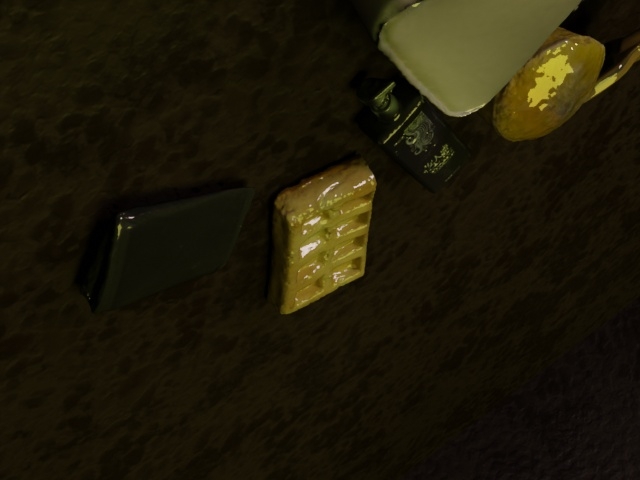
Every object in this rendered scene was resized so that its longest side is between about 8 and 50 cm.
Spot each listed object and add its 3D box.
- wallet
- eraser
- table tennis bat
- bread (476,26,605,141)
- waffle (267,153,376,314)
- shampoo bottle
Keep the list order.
[{"bbox_3d":[-0.201,0.004,1.409,0.245,0.052,0.169,-17,143,-45],"label":"wallet"},{"bbox_3d":[0.160,-0.308,1.281,0.331,0.150,0.331,-23,157,-10],"label":"eraser"},{"bbox_3d":[0.467,-0.286,1.674,0.320,0.050,0.198,-30,-164,28],"label":"table tennis bat"},{"bbox_3d":[0.310,-0.248,1.559,0.197,0.170,0.197,-32,148,-22],"label":"bread"},{"bbox_3d":[0.000,0.000,1.634,0.168,0.057,0.274,-27,148,-24],"label":"waffle"},{"bbox_3d":[0.131,-0.166,1.561,0.098,0.071,0.309,-44,149,9],"label":"shampoo bottle"}]
